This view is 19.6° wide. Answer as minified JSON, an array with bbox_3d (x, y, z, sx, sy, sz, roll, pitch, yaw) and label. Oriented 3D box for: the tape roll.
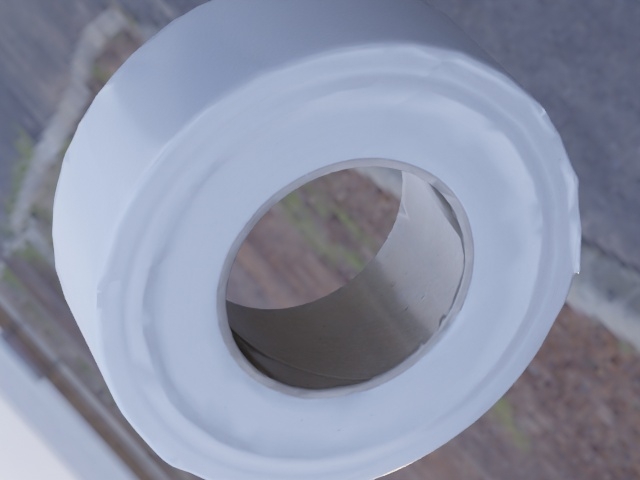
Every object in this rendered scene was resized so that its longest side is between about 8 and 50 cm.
[{"bbox_3d":[0.000,0.000,1.031,0.286,0.286,0.100,56,178,-36],"label":"tape roll"}]
